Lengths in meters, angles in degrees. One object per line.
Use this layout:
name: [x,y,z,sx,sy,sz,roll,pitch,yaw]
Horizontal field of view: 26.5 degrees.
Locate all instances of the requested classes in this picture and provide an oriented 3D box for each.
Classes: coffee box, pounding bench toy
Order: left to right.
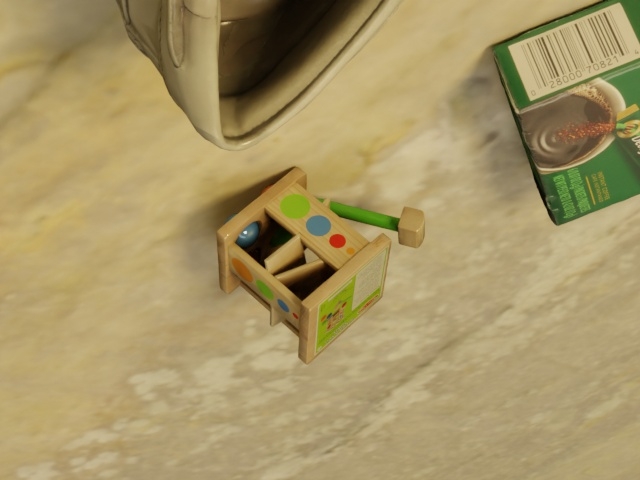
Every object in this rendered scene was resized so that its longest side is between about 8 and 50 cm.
pounding bench toy: [0.000,0.000,0.628,0.083,0.065,0.052,-40,157,-24]
coffee box: [0.176,-0.077,0.601,0.184,0.040,0.113,-21,149,7]

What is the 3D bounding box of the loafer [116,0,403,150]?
loafer: [0.034,-0.148,0.345,0.112,0.111,0.319,2,145,-29]
